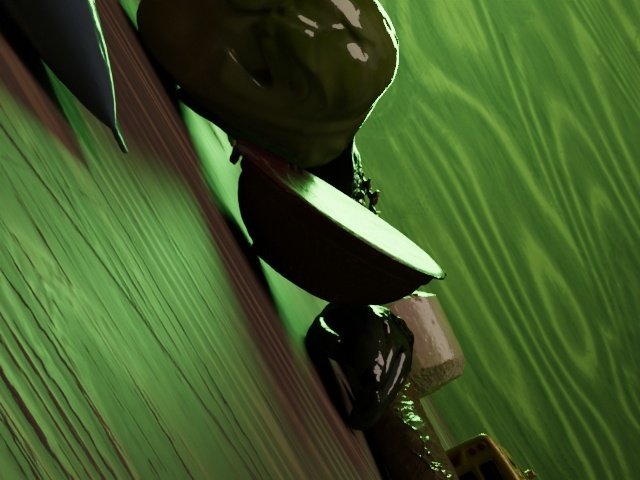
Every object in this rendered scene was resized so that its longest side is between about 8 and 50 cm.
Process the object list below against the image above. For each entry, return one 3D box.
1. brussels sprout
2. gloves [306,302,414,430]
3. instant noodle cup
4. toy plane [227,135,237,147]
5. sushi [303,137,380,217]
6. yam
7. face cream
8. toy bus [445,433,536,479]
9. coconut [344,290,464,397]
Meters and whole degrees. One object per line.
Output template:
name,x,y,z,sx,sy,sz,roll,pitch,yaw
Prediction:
brussels sprout,-0.054,-0.227,1.772,0.328,0.247,0.328,27,11,-6
gloves,0.046,0.118,1.692,0.135,0.107,0.268,29,13,-12
instant noodle cup,0.000,0.000,1.642,0.274,0.090,0.274,32,9,-6
toy plane,-0.127,-0.257,2.069,0.104,0.223,0.326,137,-42,-55
sushi,0.006,-0.059,2.178,0.150,0.153,0.172,63,8,-70
yam,0.106,0.251,1.676,0.081,0.081,0.356,59,5,-34
face cream,-0.196,-0.208,0.897,0.385,0.086,0.135,65,1,-54
toy bus,0.204,0.327,1.874,0.151,0.145,0.331,60,4,16
coconut,0.096,0.128,1.925,0.152,0.147,0.147,64,4,8
